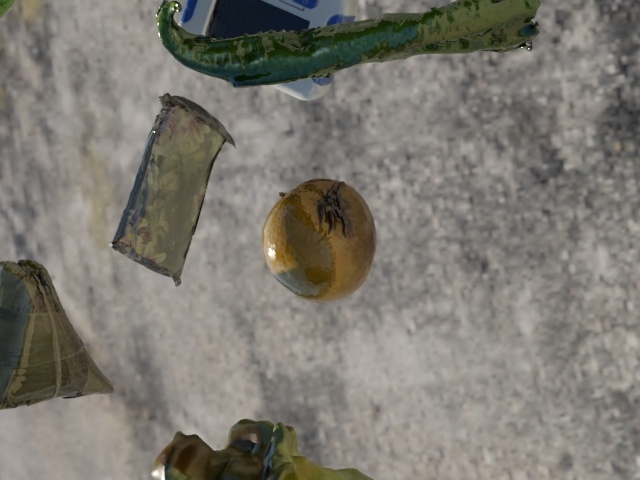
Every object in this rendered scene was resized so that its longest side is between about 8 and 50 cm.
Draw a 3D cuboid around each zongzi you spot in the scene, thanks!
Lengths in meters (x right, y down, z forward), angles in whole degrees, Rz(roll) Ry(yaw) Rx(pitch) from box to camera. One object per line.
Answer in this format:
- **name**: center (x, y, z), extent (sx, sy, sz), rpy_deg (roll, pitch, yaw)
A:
- **zongzi**: center (-0.273, 0.096, 1.453), extent (0.078, 0.176, 0.160), rpy_deg (32, 113, 43)

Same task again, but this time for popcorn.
- **popcorn**: center (-0.060, 0.310, 1.389), extent (0.258, 0.270, 0.224), rpy_deg (-62, -5, 11)

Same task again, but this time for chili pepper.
- **chili pepper**: center (0.029, -0.192, 1.294), extent (0.085, 0.359, 0.076), rpy_deg (98, 164, -57)

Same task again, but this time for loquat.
- **loquat**: center (0.000, 0.000, 1.591), extent (0.141, 0.141, 0.141), rpy_deg (170, 90, -69)

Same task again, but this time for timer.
- **timer**: center (-0.077, -0.331, 2.063), extent (0.253, 0.078, 0.178), rpy_deg (27, 110, 16)

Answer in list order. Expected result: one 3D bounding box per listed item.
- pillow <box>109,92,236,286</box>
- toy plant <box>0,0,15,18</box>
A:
- **pillow**: center (-0.219, -0.077, 1.973), extent (0.059, 0.169, 0.255), rpy_deg (11, 77, 37)
- **toy plant**: center (-0.561, -0.310, 1.856), extent (0.184, 0.316, 0.224), rpy_deg (-114, 4, -67)
